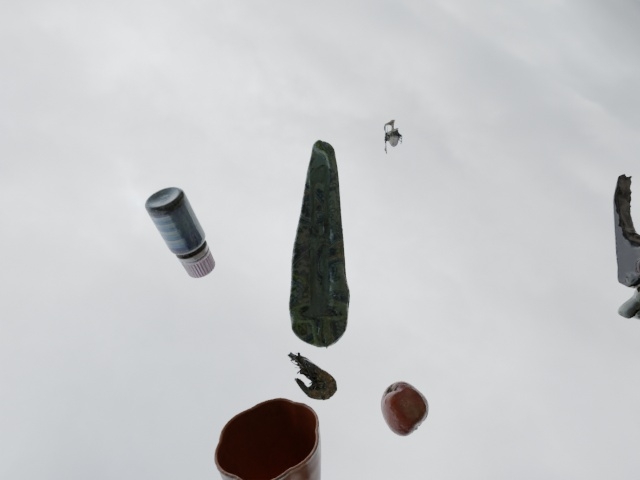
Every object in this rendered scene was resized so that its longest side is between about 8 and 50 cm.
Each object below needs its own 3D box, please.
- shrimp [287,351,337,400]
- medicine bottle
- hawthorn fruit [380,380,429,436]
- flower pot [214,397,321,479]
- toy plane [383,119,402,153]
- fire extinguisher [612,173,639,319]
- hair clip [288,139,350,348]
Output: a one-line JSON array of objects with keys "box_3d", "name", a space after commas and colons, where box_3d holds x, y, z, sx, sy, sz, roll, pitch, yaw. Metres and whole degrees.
[{"box_3d": [-0.030, 0.353, 1.100, 0.161, 0.034, 0.091, 36, -138, 15], "name": "shrimp"}, {"box_3d": [-0.286, -0.011, 0.887, 0.084, 0.203, 0.083, -10, -141, 8], "name": "medicine bottle"}, {"box_3d": [0.204, 0.414, 1.041, 0.128, 0.128, 0.128, 16, -129, -21], "name": "hawthorn fruit"}, {"box_3d": [-0.075, 0.412, 0.755, 0.191, 0.191, 0.173, -32, -62, -42], "name": "flower pot"}, {"box_3d": [0.196, -0.289, 1.152, 0.049, 0.120, 0.031, -23, -118, -5], "name": "toy plane"}, {"box_3d": [0.287, 0.064, 0.203, 0.102, 0.137, 0.344, 5, -153, -28], "name": "fire extinguisher"}, {"box_3d": [0.000, 0.001, 0.465, 0.066, 0.036, 0.228, 0, -101, 5], "name": "hair clip"}]
